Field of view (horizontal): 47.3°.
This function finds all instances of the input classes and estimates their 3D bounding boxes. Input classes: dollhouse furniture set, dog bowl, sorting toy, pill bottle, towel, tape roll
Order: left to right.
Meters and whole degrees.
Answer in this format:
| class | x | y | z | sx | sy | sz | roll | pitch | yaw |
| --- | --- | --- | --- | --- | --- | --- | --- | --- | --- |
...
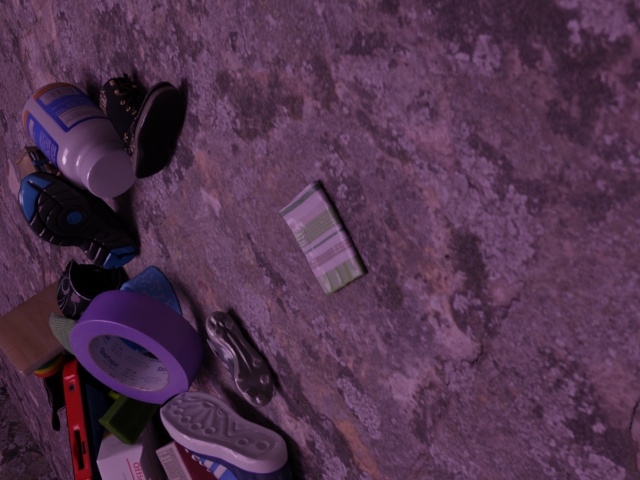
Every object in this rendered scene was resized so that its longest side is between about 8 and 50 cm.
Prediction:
| class | x | y | z | sx | sy | sz | roll | pitch | yaw |
| --- | --- | --- | --- | --- | --- | --- | --- | --- | --- |
| sorting toy | -0.728 | 0.245 | 1.983 | 0.257 | 0.255 | 0.089 | 30 | 147 | 42 |
| dollhouse furniture set | -0.599 | -0.186 | 1.714 | 0.183 | 0.129 | 0.129 | -36 | 79 | 36 |
| pill bottle | -0.490 | -0.203 | 1.510 | 0.272 | 0.152 | 0.152 | 42 | 139 | 32 |
| dollhouse furniture set | -0.553 | 0.331 | 1.761 | 0.197 | 0.151 | 0.301 | -2 | 134 | 44 |
| tape roll | -0.391 | 0.232 | 1.566 | 0.275 | 0.090 | 0.275 | 13 | 135 | 13 |
| dog bowl | -0.413 | 0.173 | 1.698 | 0.166 | 0.074 | 0.297 | 61 | 145 | 9 |
| towel | 0.000 | 0.000 | 1.070 | 0.152 | 0.023 | 0.113 | 62 | 147 | 6 |

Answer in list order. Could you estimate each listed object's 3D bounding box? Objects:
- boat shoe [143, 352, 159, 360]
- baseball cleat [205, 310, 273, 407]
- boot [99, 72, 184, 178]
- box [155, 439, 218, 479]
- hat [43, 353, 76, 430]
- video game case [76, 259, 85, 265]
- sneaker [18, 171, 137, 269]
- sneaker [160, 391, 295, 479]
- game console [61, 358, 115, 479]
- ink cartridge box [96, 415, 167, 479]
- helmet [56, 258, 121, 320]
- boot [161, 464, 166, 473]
| class | x | y | z | sx | sy | sz | roll | pitch | yaw |
| --- | --- | --- | --- | --- | --- | --- | --- | --- | --- |
| boat shoe | -0.464 | 0.299 | 1.843 | 0.233 | 0.079 | 0.084 | 20 | 124 | 45 |
| baseball cleat | -0.154 | 0.230 | 1.395 | 0.206 | 0.072 | 0.109 | 60 | 160 | 17 |
| boot | -0.335 | -0.245 | 1.331 | 0.178 | 0.085 | 0.236 | 57 | 146 | 18 |
| box | -0.249 | 0.537 | 1.642 | 0.232 | 0.127 | 0.148 | 62 | 146 | 7 |
| hat | -0.846 | 0.466 | 2.420 | 0.331 | 0.134 | 0.331 | 168 | 90 | -70 |
| video game case | -0.679 | 0.197 | 2.124 | 0.204 | 0.025 | 0.285 | 60 | 146 | 9 |
| sneaker | -0.535 | -0.056 | 1.579 | 0.140 | 0.125 | 0.341 | 56 | 180 | 33 |
| sneaker | -0.188 | 0.463 | 1.482 | 0.323 | 0.130 | 0.236 | 15 | 123 | 33 |
| game console | -0.582 | 0.523 | 1.957 | 0.342 | 0.060 | 0.386 | 71 | -177 | -66 |
| ink cartridge box | -0.471 | 0.575 | 1.848 | 0.353 | 0.119 | 0.207 | -133 | 28 | -75 |
| helmet | -0.573 | 0.129 | 1.813 | 0.169 | 0.169 | 0.161 | 56 | 140 | 16 |
| boot | -0.348 | 0.619 | 1.873 | 0.121 | 0.045 | 0.099 | -1 | 110 | 28 |
